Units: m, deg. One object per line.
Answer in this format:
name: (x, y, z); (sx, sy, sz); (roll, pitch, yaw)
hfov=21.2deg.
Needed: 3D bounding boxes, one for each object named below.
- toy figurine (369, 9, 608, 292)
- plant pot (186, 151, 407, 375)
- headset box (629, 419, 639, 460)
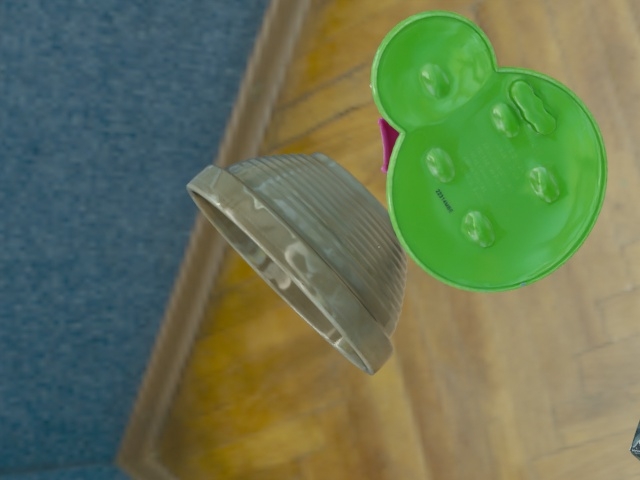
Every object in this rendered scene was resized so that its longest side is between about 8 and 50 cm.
toy figurine: (0.070, -0.070, 1.016); (0.130, 0.173, 0.159); (-36, 21, -2)
plant pot: (0.000, 0.000, 1.519); (0.110, 0.237, 0.237); (-45, 56, -7)
headset box: (0.338, 0.116, 0.876); (0.283, 0.246, 0.131); (-1, 59, 54)
